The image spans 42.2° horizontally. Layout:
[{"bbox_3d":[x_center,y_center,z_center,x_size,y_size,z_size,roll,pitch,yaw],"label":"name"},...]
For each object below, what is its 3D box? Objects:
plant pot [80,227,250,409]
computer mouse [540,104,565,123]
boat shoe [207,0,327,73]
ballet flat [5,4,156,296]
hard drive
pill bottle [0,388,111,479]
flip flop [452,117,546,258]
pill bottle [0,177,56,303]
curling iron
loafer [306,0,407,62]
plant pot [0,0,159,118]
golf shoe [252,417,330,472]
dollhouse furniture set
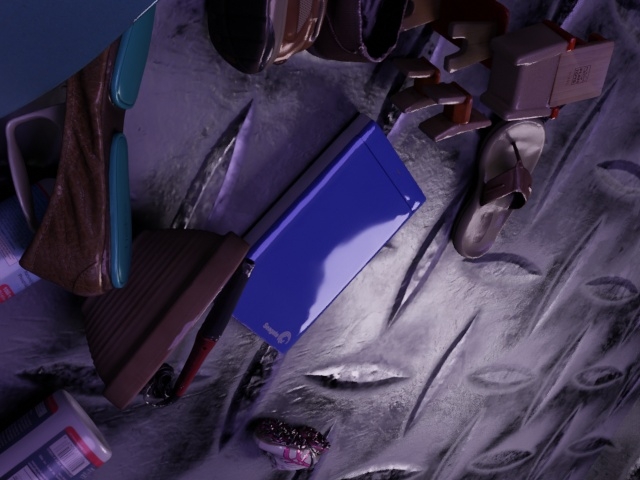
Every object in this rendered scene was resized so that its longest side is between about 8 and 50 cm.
[{"bbox_3d":[-0.194,0.066,0.948,0.237,0.109,0.237,-51,-175,6],"label":"plant pot"},{"bbox_3d":[0.343,-0.243,1.300,0.106,0.042,0.193,-42,141,-8],"label":"computer mouse"},{"bbox_3d":[-0.029,-0.327,0.832,0.119,0.122,0.324,-20,141,-39],"label":"boat shoe"},{"bbox_3d":[-0.229,-0.120,0.779,0.124,0.116,0.343,7,93,-3],"label":"ballet flat"},{"bbox_3d":[0.000,0.000,1.170,0.319,0.040,0.210,-47,141,-3],"label":"hard drive"},{"bbox_3d":[-0.356,0.275,1.001,0.180,0.108,0.108,-37,140,-14],"label":"pill bottle"},{"bbox_3d":[0.296,-0.077,1.343,0.112,0.080,0.277,5,122,-25],"label":"flip flop"},{"bbox_3d":[-0.291,-0.009,0.849,0.160,0.087,0.087,-34,139,-18],"label":"pill bottle"},{"bbox_3d":[-0.158,0.128,1.081,0.068,0.035,0.274,8,129,-46],"label":"curling iron"},{"bbox_3d":[0.085,-0.356,0.893,0.133,0.130,0.366,-11,127,-38],"label":"loafer"},{"bbox_3d":[-0.262,-0.215,0.659,0.234,0.165,0.165,-44,142,6],"label":"plant pot"},{"bbox_3d":[-0.057,0.351,1.377,0.086,0.067,0.186,-52,141,5],"label":"golf shoe"},{"bbox_3d":[0.206,-0.246,0.997,0.135,0.259,0.262,-16,133,-22],"label":"dollhouse furniture set"}]
